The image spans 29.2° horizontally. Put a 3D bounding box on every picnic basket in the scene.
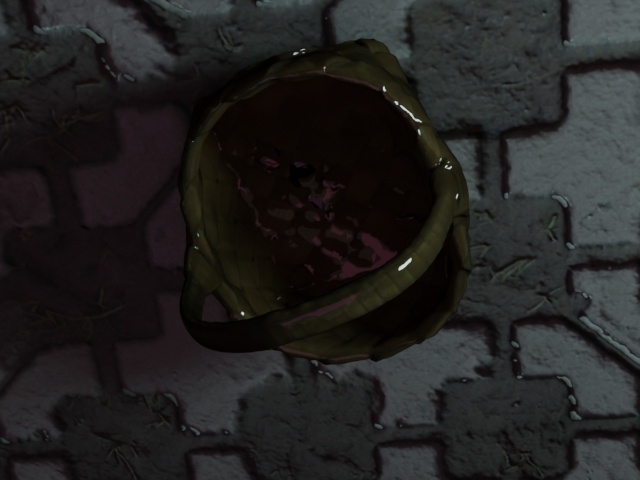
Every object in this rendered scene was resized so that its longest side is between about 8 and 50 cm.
[{"bbox_3d":[0.000,0.000,1.183,0.293,0.337,0.337,-18,117,15],"label":"picnic basket"}]
